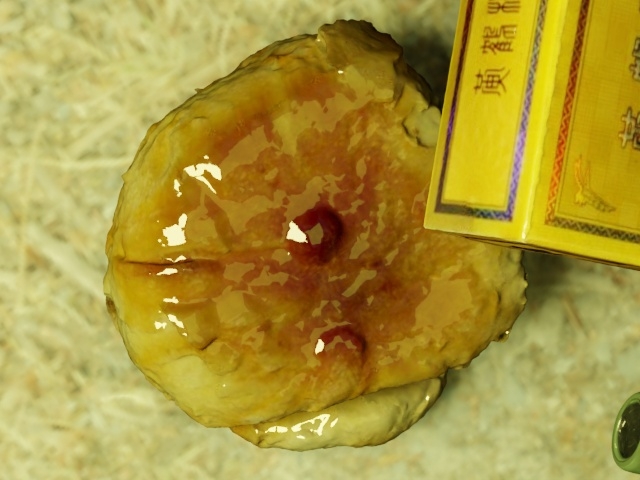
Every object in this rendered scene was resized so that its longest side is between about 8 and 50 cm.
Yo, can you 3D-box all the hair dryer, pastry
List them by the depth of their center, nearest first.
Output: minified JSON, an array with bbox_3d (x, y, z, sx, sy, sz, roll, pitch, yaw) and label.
[{"bbox_3d":[0.000,0.000,0.945,0.218,0.100,0.229,5,94,-14],"label":"pastry"},{"bbox_3d":[0.205,0.150,0.994,0.071,0.150,0.047,14,133,-13],"label":"hair dryer"}]

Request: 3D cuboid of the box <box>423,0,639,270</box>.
[{"bbox_3d":[0.206,-0.073,0.948,0.301,0.084,0.193,11,87,-34],"label":"box"}]
